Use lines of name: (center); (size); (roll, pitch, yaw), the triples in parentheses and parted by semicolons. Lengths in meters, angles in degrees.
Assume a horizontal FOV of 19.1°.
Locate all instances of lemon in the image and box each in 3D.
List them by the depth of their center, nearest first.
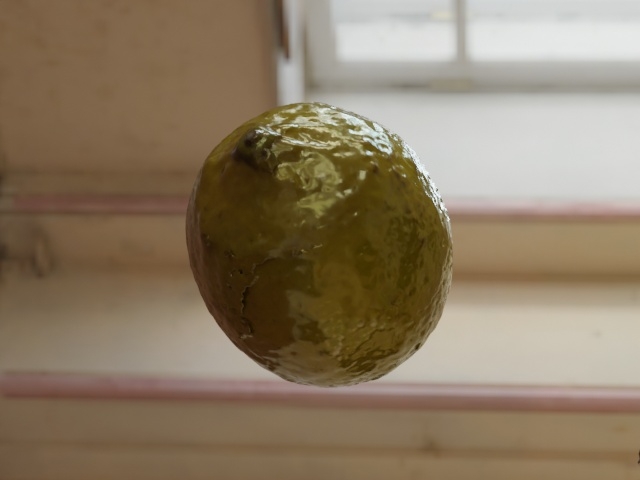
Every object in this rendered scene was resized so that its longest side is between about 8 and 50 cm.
lemon: (0.000, 0.000, 1.781); (0.310, 0.253, 0.253); (65, 22, -46)

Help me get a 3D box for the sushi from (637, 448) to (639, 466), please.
sushi: (0.341, 0.157, 1.387); (0.296, 0.167, 0.179); (129, -18, -73)
